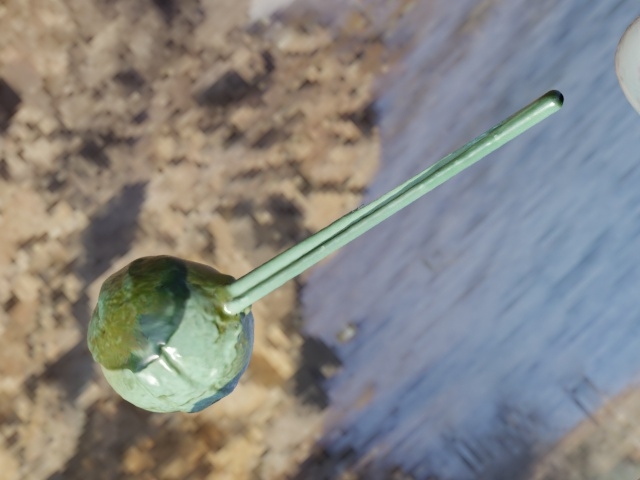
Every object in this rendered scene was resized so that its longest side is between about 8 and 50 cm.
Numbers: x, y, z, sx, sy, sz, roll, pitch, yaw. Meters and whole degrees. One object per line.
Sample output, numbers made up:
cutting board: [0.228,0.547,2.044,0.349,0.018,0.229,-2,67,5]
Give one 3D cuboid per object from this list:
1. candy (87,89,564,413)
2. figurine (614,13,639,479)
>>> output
candy: [0.000,0.000,0.627,0.202,0.061,0.061,-32,174,25]
figurine: [0.120,0.078,0.624,0.206,0.284,0.315,49,49,-47]
